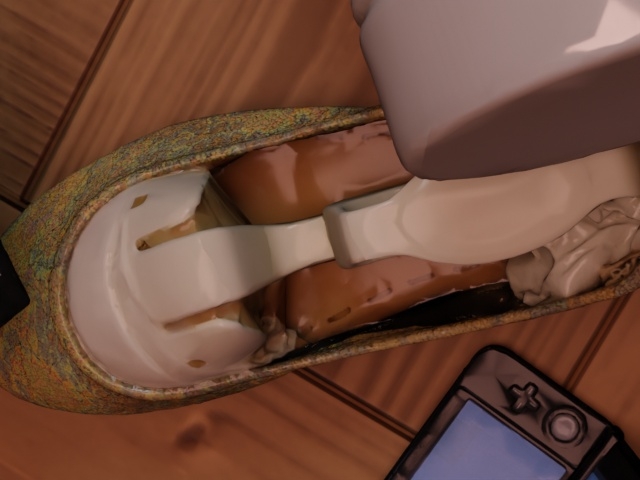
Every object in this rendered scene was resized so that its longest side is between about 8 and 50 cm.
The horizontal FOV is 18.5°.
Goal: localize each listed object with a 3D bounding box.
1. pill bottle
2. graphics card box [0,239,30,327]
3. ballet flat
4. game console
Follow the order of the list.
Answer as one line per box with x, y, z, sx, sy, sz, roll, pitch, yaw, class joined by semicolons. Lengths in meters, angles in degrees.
0.058;-0.217;0.671;0.204;0.204;0.361;-19;81;13;pill bottle
-0.288;-0.102;0.762;0.232;0.094;0.371;-9;111;40;graphics card box
0.000;0.000;0.798;0.348;0.123;0.123;-13;96;13;ballet flat
0.076;0.124;0.824;0.107;0.071;0.122;36;103;4;game console
